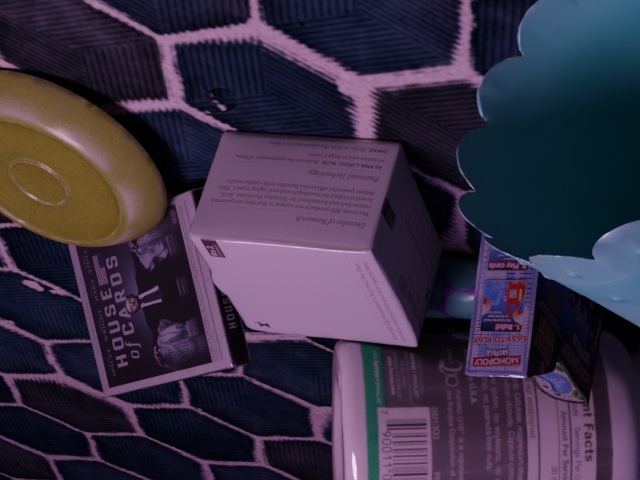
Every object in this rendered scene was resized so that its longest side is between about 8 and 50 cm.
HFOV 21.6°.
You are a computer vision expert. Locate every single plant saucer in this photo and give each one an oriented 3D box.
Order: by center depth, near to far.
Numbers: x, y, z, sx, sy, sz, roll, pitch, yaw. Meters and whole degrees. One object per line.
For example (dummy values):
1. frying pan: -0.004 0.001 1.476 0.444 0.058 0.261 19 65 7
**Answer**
1. plant saucer: -0.265 -0.067 1.621 0.241 0.037 0.241 19 148 12

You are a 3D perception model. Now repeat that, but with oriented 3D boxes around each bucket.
1. bucket: 0.249 -0.065 1.141 0.183 0.281 0.281 31 149 -28

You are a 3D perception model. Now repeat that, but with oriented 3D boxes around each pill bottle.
1. pill bottle: 0.195 0.188 1.625 0.361 0.204 0.204 -1 152 -3

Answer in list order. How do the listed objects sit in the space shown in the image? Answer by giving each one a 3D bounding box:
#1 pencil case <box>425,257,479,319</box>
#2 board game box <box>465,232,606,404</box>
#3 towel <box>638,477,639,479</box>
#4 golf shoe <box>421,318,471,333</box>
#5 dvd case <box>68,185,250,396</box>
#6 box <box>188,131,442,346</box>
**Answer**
1. pencil case: 0.159 0.049 1.611 0.152 0.064 0.070 2 156 28
2. board game box: 0.188 0.057 1.468 0.060 0.194 0.194 0 148 29
3. towel: 0.463 0.161 1.486 0.243 0.040 0.336 20 125 -25
4. golf shoe: 0.179 0.179 1.796 0.273 0.105 0.120 45 177 -16
5. dvd case: -0.169 0.057 1.707 0.029 0.179 0.239 -11 176 -41
6. box: 0.000 0.000 1.550 0.182 0.119 0.181 5 151 21
